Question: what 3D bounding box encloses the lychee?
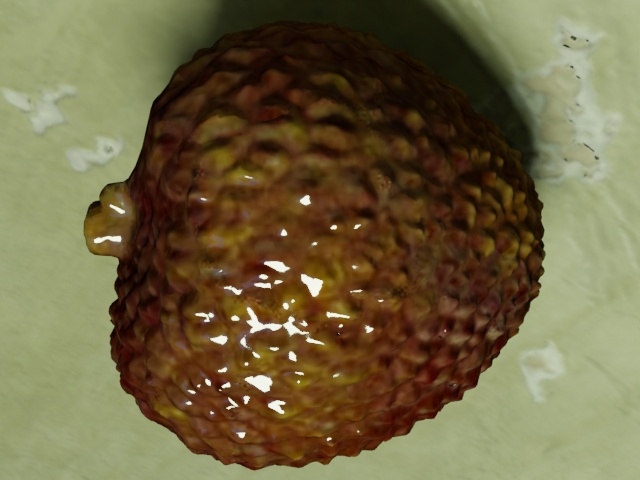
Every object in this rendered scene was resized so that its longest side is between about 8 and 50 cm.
[{"bbox_3d":[-0.006,0.002,0.560,0.194,0.194,0.194,14,138,13],"label":"lychee"}]
